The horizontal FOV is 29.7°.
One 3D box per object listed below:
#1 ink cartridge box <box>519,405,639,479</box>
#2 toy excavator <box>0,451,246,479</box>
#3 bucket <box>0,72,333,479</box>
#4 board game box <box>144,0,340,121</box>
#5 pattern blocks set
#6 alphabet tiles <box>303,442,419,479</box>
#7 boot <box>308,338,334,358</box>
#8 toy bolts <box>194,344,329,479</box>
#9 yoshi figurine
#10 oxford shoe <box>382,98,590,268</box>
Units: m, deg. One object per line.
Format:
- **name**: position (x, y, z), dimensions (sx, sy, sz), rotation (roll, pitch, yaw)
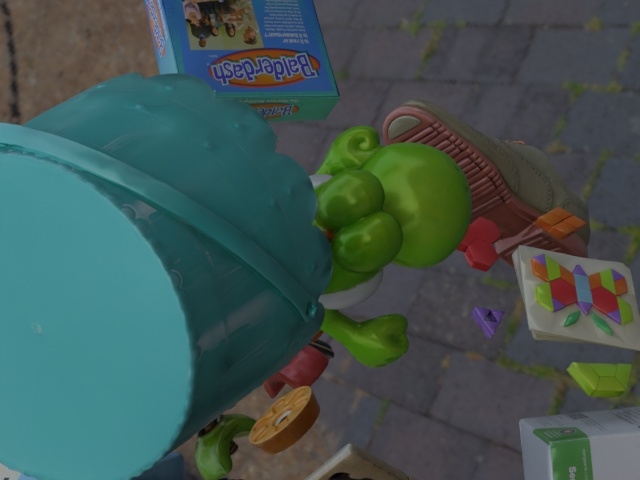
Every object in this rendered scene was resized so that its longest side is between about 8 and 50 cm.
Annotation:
- **ink cartridge box**: position (0.379, 0.269, 1.524), dimensions (0.160, 0.219, 0.092), rotation (-153, 58, -86)
- **toy excavator**: position (-0.277, 0.278, 1.199), dimensions (0.445, 0.222, 0.432), rotation (5, 90, 12)
- **bucket**: position (-0.150, 0.026, 0.855), dimensions (0.281, 0.281, 0.183), rotation (-34, 4, 31)
- **board game box**: position (-0.083, -0.214, 1.159), dimensions (0.047, 0.160, 0.210), rotation (129, 132, -56)
- **pattern blocks set**: position (0.337, 0.073, 1.574), dimensions (0.026, 0.325, 0.285), rotation (119, 141, -49)
- **alphabet tiles**: position (-0.025, 0.195, 0.621), dimensions (0.237, 0.198, 0.009), rotation (-43, 32, 22)
- **boot**: position (-0.056, 0.151, 2.356), dimensions (0.077, 0.198, 0.137), rotation (-31, 45, 47)
- **toy bolts**: position (-0.096, 0.165, 1.556), dimensions (0.218, 0.158, 0.228), rotation (-25, 19, 47)
- **yoshi figurine**: position (0.027, 0.003, 1.129), dimensions (0.203, 0.203, 0.362), rotation (-60, 10, -18)
- **oxford shoe**: position (0.250, -0.095, 1.779), dimensions (0.140, 0.397, 0.146), rotation (-22, 39, 45)
